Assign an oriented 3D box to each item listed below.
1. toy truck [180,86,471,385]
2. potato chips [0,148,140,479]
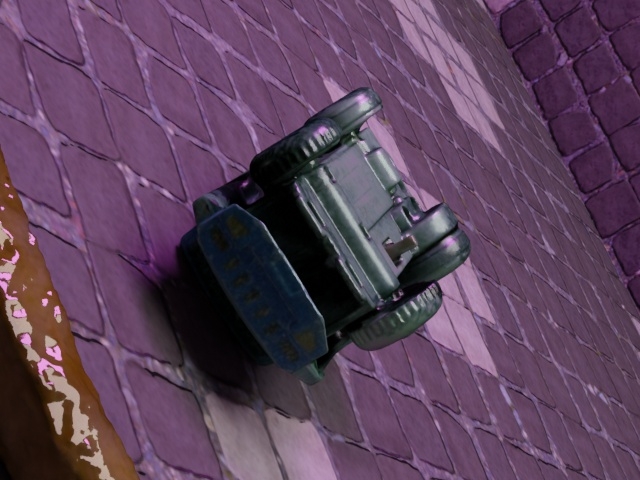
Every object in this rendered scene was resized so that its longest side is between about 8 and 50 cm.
[{"bbox_3d":[0.000,0.000,1.108,0.155,0.156,0.279,57,18,-4],"label":"toy truck"},{"bbox_3d":[-0.167,0.011,0.804,0.080,0.057,0.407,15,46,-60],"label":"potato chips"}]
